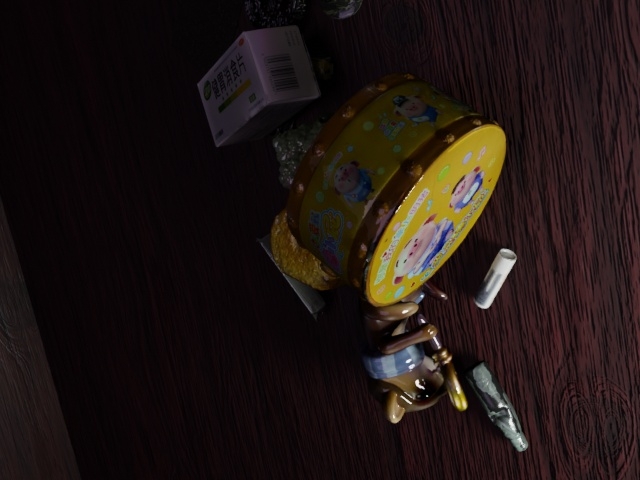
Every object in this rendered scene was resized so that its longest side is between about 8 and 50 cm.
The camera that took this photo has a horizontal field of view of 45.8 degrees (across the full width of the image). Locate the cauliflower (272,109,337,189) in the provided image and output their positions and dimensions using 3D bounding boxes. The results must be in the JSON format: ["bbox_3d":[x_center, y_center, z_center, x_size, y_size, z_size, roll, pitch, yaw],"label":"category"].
[{"bbox_3d":[0.029,-0.191,1.697,0.256,0.315,0.239,-41,104,3],"label":"cauliflower"}]

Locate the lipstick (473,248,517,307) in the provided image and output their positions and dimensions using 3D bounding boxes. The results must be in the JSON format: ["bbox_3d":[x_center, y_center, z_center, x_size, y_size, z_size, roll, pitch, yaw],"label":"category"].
[{"bbox_3d":[0.366,0.082,1.598,0.040,0.040,0.141,40,129,25],"label":"lipstick"}]

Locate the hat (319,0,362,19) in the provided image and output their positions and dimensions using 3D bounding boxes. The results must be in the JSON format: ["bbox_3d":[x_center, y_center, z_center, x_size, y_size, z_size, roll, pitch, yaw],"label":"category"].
[{"bbox_3d":[0.036,-0.540,1.652,0.121,0.050,0.121,14,113,36],"label":"hat"}]

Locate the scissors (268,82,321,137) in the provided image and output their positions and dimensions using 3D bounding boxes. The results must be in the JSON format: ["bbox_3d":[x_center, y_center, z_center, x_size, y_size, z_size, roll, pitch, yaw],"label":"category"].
[{"bbox_3d":[-0.061,-0.309,1.853,0.220,0.017,0.088,-44,73,42],"label":"scissors"}]

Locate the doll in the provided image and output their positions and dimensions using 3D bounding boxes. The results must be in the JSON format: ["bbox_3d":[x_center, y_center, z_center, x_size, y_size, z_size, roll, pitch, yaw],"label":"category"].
[{"bbox_3d":[0.194,0.228,1.725,0.318,0.209,0.339,-153,53,-72],"label":"doll"}]

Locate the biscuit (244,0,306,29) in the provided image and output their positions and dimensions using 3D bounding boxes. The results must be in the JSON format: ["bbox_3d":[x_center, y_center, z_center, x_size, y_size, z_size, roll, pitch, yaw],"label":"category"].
[{"bbox_3d":[-0.107,-0.566,1.769,0.195,0.053,0.194,17,118,37],"label":"biscuit"}]

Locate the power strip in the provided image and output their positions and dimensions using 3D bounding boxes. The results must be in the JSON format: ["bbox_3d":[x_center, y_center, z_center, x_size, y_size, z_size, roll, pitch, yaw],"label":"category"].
[{"bbox_3d":[-0.069,0.090,1.967,0.272,0.052,0.078,52,176,14],"label":"power strip"}]

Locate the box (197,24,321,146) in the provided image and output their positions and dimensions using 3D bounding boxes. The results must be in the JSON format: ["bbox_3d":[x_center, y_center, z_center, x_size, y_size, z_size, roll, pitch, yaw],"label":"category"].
[{"bbox_3d":[-0.154,-0.352,1.775,0.333,0.145,0.173,-22,83,60],"label":"box"}]

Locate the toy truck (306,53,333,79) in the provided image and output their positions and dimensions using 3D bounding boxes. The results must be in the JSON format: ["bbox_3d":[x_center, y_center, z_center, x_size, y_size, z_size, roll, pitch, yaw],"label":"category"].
[{"bbox_3d":[-0.023,-0.403,1.749,0.123,0.063,0.052,20,119,36],"label":"toy truck"}]

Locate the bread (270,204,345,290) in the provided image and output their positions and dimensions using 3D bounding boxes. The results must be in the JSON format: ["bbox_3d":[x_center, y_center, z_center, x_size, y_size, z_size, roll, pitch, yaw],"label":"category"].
[{"bbox_3d":[0.000,0.000,1.828,0.268,0.146,0.268,13,110,38],"label":"bread"}]

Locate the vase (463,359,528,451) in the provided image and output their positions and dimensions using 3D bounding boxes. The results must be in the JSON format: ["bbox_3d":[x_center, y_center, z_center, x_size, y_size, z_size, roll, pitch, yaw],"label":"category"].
[{"bbox_3d":[0.393,0.368,1.669,0.060,0.060,0.211,-37,81,44],"label":"vase"}]

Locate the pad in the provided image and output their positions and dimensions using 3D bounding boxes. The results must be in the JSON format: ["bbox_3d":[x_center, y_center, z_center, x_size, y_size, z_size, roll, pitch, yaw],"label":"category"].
[{"bbox_3d":[-0.288,-0.602,1.955,0.220,0.004,0.330,41,129,23],"label":"pad"}]

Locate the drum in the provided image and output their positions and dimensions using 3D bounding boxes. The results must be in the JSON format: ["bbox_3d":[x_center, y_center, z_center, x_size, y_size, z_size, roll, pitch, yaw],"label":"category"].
[{"bbox_3d":[0.153,-0.098,1.467,0.214,0.431,0.431,38,128,26],"label":"drum"}]
